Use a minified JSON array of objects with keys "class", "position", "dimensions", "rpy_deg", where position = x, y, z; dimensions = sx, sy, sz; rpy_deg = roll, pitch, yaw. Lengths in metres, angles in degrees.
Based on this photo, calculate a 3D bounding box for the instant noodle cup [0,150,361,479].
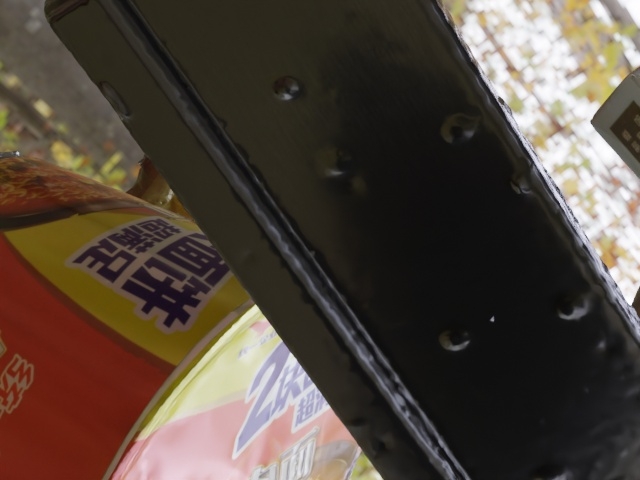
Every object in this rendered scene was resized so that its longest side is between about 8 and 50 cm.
[{"class":"instant noodle cup","position":[-0.099,0.070,0.702],"dimensions":[0.174,0.213,0.213],"rpy_deg":[28,-103,26]}]

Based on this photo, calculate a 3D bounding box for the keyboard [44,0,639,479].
[{"class":"keyboard","position":[0.042,0.033,0.485],"dimensions":[0.101,0.309,0.018],"rpy_deg":[-30,-157,13]}]

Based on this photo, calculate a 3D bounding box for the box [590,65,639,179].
[{"class":"box","position":[0.298,-0.030,0.964],"dimensions":[0.155,0.067,0.243],"rpy_deg":[-34,-102,-25]}]

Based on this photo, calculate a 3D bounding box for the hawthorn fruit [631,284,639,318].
[{"class":"hawthorn fruit","position":[0.369,0.130,1.212],"dimensions":[0.265,0.265,0.307],"rpy_deg":[-13,-116,28]}]

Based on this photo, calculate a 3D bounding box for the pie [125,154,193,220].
[{"class":"pie","position":[0.000,-0.001,1.140],"dimensions":[0.308,0.308,0.085],"rpy_deg":[-23,-133,21]}]
